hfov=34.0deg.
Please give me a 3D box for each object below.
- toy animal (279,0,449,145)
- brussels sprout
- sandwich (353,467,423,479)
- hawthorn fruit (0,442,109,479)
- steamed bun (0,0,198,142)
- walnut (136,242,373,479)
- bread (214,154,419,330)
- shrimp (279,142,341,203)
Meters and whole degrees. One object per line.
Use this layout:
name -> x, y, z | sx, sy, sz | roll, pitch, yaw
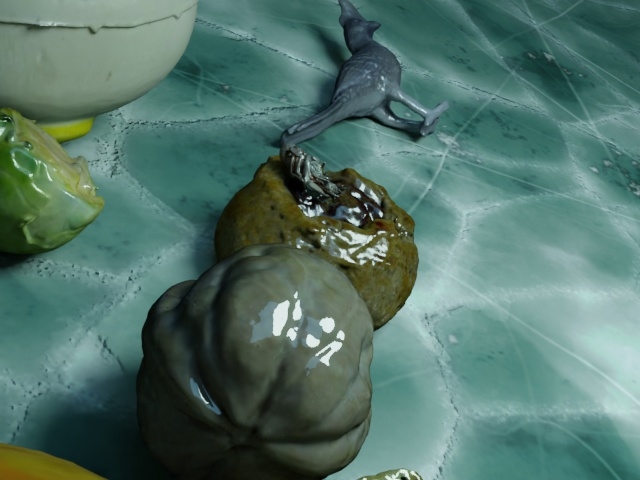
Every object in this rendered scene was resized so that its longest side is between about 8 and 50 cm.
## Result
toy animal -> 0.078, -0.204, 1.464 | 0.205, 0.081, 0.367 | 25, 42, -5
brussels sprout -> -0.293, -0.046, 1.008 | 0.149, 0.122, 0.151 | 53, 9, 26
sandwich -> 0.017, 0.308, 0.739 | 0.249, 0.095, 0.273 | -5, 45, -30
hawthorn fruit -> -0.156, 0.282, 0.339 | 0.471, 0.472, 0.472 | 16, 36, -11
steamed bun -> -0.319, -0.275, 1.125 | 0.374, 0.334, 0.334 | -6, 45, -35
walnut -> -0.050, 0.106, 0.861 | 0.224, 0.224, 0.224 | 16, 36, -11
bread -> 0.000, 0.000, 1.111 | 0.230, 0.123, 0.230 | 13, 37, -10
shrimp -> -0.008, -0.068, 1.072 | 0.038, 0.029, 0.092 | 0, 44, -41
